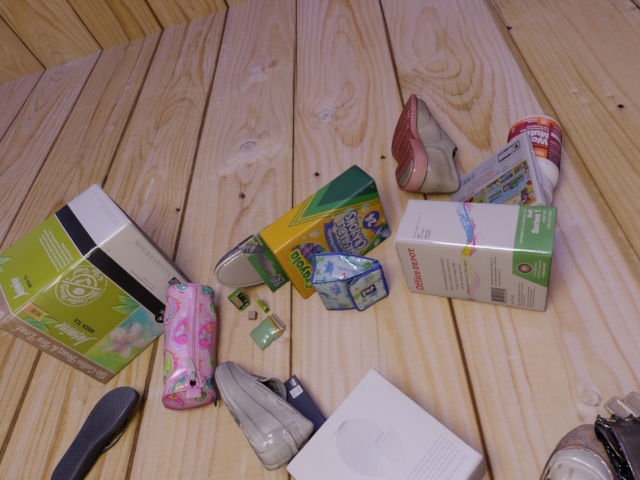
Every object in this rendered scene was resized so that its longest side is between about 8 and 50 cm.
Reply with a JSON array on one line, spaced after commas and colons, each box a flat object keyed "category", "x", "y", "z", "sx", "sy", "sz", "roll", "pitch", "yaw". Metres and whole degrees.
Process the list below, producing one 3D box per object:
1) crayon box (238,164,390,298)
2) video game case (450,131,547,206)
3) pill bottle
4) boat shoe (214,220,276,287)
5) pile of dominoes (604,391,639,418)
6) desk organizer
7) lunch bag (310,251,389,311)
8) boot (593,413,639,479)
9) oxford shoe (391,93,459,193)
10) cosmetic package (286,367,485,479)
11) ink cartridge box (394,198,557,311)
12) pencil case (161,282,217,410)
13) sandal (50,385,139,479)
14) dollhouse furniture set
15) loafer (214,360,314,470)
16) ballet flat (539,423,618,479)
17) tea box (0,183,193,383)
[{"category": "crayon box", "x": 0.000, "y": 0.000, "z": 1.071, "sx": 0.323, "sy": 0.203, "sz": 0.083, "roll": -36, "pitch": 50, "yaw": -8}, {"category": "video game case", "x": 0.383, "y": -0.102, "z": 1.030, "sx": 0.227, "sy": 0.026, "sz": 0.206, "roll": -40, "pitch": 33, "yaw": 45}, {"category": "pill bottle", "x": 0.491, "y": -0.178, "z": 1.075, "sx": 0.121, "sy": 0.121, "sz": 0.221, "roll": 5, "pitch": 55, "yaw": 25}, {"category": "boat shoe", "x": -0.114, "y": 0.014, "z": 1.164, "sx": 0.336, "sy": 0.112, "sz": 0.095, "roll": -26, "pitch": 30, "yaw": -16}, {"category": "pile of dominoes", "x": 0.605, "y": 0.311, "z": 0.716, "sx": 0.252, "sy": 0.040, "sz": 0.195, "roll": -16, "pitch": 48, "yaw": -2}, {"category": "desk organizer", "x": -0.029, "y": 0.336, "z": 0.917, "sx": 0.047, "sy": 0.050, "sz": 0.130, "roll": -36, "pitch": 49, "yaw": -9}, {"category": "lunch bag", "x": 0.068, "y": 0.092, "z": 1.020, "sx": 0.152, "sy": 0.128, "sz": 0.096, "roll": -6, "pitch": 53, "yaw": 14}, {"category": "boot", "x": 0.528, "y": 0.266, "z": 0.685, "sx": 0.229, "sy": 0.091, "sz": 0.262, "roll": -6, "pitch": 51, "yaw": 6}, {"category": "oxford shoe", "x": 0.281, "y": -0.254, "z": 1.240, "sx": 0.147, "sy": 0.140, "sz": 0.396, "roll": 13, "pitch": 48, "yaw": -7}, {"category": "cosmetic package", "x": 0.111, "y": 0.384, "z": 0.766, "sx": 0.224, "sy": 0.138, "sz": 0.225, "roll": -45, "pitch": 50, "yaw": -15}, {"category": "ink cartridge box", "x": 0.310, "y": 0.028, "z": 0.928, "sx": 0.279, "sy": 0.201, "sz": 0.117, "roll": 6, "pitch": 55, "yaw": 26}, {"category": "pencil case", "x": -0.293, "y": 0.234, "z": 1.043, "sx": 0.124, "sy": 0.124, "sz": 0.283, "roll": -17, "pitch": 52, "yaw": 8}, {"category": "sandal", "x": -0.493, "y": 0.436, "z": 1.025, "sx": 0.097, "sy": 0.054, "sz": 0.254, "roll": 26, "pitch": 76, "yaw": 43}, {"category": "dollhouse furniture set", "x": -0.155, "y": 0.177, "z": 1.086, "sx": 0.076, "sy": 0.058, "sz": 0.152, "roll": -39, "pitch": 50, "yaw": -11}, {"category": "loafer", "x": -0.119, "y": 0.314, "z": 0.897, "sx": 0.112, "sy": 0.111, "sz": 0.320, "roll": -29, "pitch": 26, "yaw": -21}, {"category": "ballet flat", "x": 0.360, "y": 0.402, "z": 0.677, "sx": 0.108, "sy": 0.106, "sz": 0.316, "roll": 25, "pitch": 65, "yaw": 34}, {"category": "tea box", "x": -0.529, "y": 0.108, "z": 1.107, "sx": 0.323, "sy": 0.329, "sz": 0.220, "roll": -43, "pitch": 51, "yaw": -13}]
